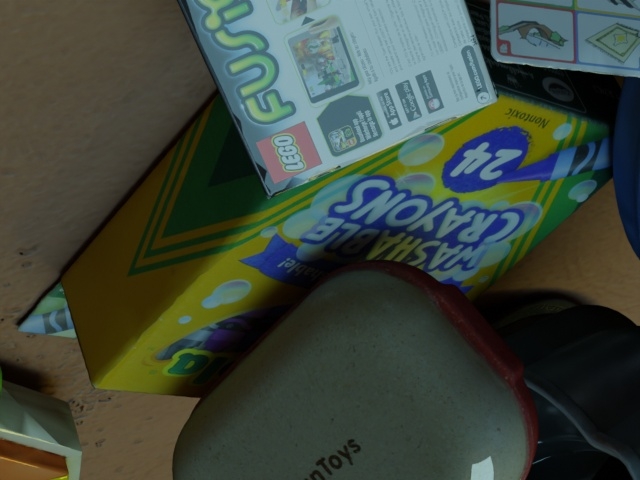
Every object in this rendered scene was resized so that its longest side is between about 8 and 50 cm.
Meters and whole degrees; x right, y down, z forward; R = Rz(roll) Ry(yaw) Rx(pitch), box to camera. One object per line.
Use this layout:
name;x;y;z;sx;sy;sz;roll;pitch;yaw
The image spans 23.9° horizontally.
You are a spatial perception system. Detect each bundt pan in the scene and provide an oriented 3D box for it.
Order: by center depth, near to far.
bundt pan;0.195;0.178;0.935;0.124;0.331;0.331;-32;153;-22

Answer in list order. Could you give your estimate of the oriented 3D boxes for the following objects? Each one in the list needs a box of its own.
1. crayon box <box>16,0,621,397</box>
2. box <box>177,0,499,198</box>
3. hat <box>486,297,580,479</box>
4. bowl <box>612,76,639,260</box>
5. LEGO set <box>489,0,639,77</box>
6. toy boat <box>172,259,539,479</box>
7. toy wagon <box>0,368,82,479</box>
crayon box;0.000;0.000;0.855;0.203;0.083;0.323;10;136;-42
box;-0.010;-0.126;0.622;0.114;0.036;0.207;-23;124;1
hat;0.101;0.188;1.159;0.331;0.134;0.331;-17;149;-10
bowl;0.328;-0.096;0.825;0.391;0.077;0.391;-18;132;-21
LEGO set;0.131;-0.156;0.596;0.244;0.182;0.060;3;171;-21
toy boat;0.027;0.106;0.850;0.231;0.151;0.151;-44;171;31
toy wagon;-0.323;0.176;0.930;0.344;0.068;0.267;-11;146;-20
